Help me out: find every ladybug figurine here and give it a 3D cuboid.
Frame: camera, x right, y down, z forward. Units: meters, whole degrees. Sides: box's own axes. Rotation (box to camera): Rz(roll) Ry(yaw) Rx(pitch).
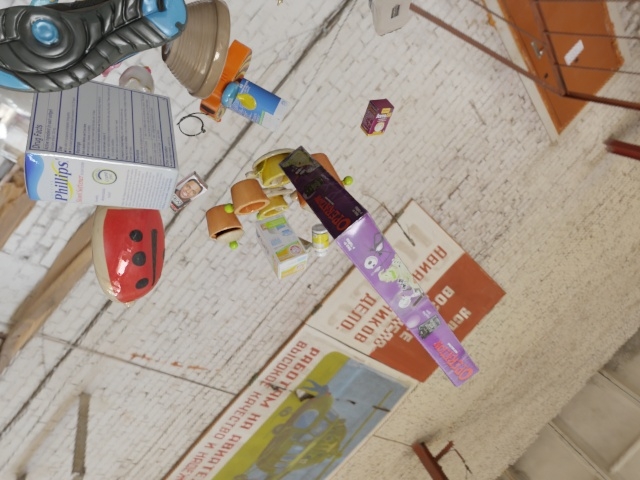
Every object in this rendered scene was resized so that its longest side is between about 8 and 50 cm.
[{"bbox_3d":[-0.673,0.016,1.465,0.161,0.305,0.450,1,-84,9],"label":"ladybug figurine"}]

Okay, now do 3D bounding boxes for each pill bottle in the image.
[{"bbox_3d":[0.000,0.000,1.527,0.065,0.116,0.065,-1,-148,1],"label":"pill bottle"}]

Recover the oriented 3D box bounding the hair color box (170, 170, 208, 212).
[{"bbox_3d":[-0.458,-0.164,1.367,0.141,0.072,0.043,-33,-151,9],"label":"hair color box"}]

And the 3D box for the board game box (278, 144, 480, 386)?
[{"bbox_3d":[0.084,0.042,0.549,0.056,0.347,0.208,-41,-144,-1],"label":"board game box"}]

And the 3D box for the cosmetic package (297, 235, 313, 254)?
[{"bbox_3d":[-0.091,0.018,1.599,0.115,0.041,0.060,24,-142,17],"label":"cosmetic package"}]

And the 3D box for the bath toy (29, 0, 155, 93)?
[{"bbox_3d":[-0.595,-0.541,1.112,0.151,0.348,0.129,-28,-128,10],"label":"bath toy"}]

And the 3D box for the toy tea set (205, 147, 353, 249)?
[{"bbox_3d":[-0.095,-0.061,0.825,0.336,0.200,0.124,-29,-102,45],"label":"toy tea set"}]

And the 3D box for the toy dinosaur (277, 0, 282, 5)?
[{"bbox_3d":[-0.145,-0.893,1.390,0.053,0.183,0.092,-13,-173,-9],"label":"toy dinosaur"}]

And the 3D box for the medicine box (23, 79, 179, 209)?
[{"bbox_3d":[-0.499,-0.226,0.943,0.149,0.289,0.264,-53,-135,44],"label":"medicine box"}]

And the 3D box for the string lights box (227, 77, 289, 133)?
[{"bbox_3d":[-0.255,-0.507,1.483,0.077,0.259,0.133,-67,-169,-16],"label":"string lights box"}]

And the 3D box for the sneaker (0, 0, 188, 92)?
[{"bbox_3d":[-0.397,-0.341,0.691,0.340,0.125,0.139,-25,-149,-19],"label":"sneaker"}]

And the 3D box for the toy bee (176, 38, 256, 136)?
[{"bbox_3d":[-0.302,-0.418,1.158,0.298,0.195,0.162,-39,-178,-11],"label":"toy bee"}]

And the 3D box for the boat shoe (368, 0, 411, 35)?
[{"bbox_3d":[0.160,-0.646,0.984,0.127,0.158,0.340,-21,-178,1],"label":"boat shoe"}]

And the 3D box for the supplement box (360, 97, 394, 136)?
[{"bbox_3d":[0.143,-0.312,1.029,0.043,0.055,0.083,59,-31,30],"label":"supplement box"}]

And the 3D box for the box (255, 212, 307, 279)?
[{"bbox_3d":[-0.141,0.020,1.449,0.114,0.103,0.203,-20,-122,-21],"label":"box"}]

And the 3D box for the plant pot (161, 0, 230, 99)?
[{"bbox_3d":[-0.315,-0.477,0.983,0.237,0.109,0.237,-10,-103,53],"label":"plant pot"}]
